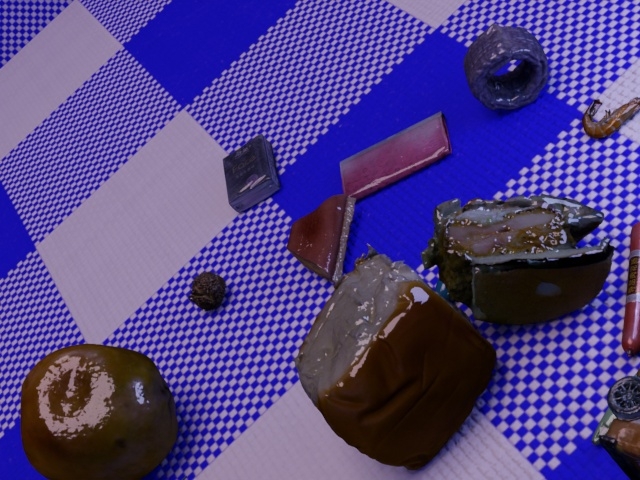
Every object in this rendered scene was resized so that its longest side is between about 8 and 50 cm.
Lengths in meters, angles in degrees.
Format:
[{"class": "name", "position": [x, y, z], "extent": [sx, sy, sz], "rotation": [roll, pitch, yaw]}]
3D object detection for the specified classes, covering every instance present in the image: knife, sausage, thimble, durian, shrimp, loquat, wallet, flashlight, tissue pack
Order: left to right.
[{"class": "loquat", "position": [-0.397, 0.316, 2.012], "extent": [0.283, 0.276, 0.276], "rotation": [-14, 44, 8]}, {"class": "durian", "position": [-0.222, 0.095, 2.204], "extent": [0.080, 0.080, 0.091], "rotation": [-27, 31, 18]}, {"class": "tissue pack", "position": [-0.149, -0.143, 2.382], "extent": [0.112, 0.051, 0.156], "rotation": [-31, 40, 16]}, {"class": "wallet", "position": [0.144, -0.159, 2.169], "extent": [0.232, 0.025, 0.119], "rotation": [-26, 41, 20]}, {"class": "flashlight", "position": [0.224, 0.059, 1.884], "extent": [0.051, 0.051, 0.129], "rotation": [13, 70, 46]}, {"class": "thimble", "position": [0.339, -0.318, 2.055], "extent": [0.150, 0.150, 0.098], "rotation": [-28, 41, 18]}, {"class": "shrimp", "position": [0.508, -0.227, 1.923], "extent": [0.127, 0.025, 0.091], "rotation": [-32, 38, 17]}, {"class": "sausage", "position": [0.474, 0.067, 1.672], "extent": [0.034, 0.034, 0.253], "rotation": [-12, 47, 33]}, {"class": "knife", "position": [0.475, 0.175, 1.580], "extent": [0.293, 0.020, 0.043], "rotation": [-51, 37, -12]}]

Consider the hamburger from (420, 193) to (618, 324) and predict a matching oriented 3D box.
[{"class": "hamburger", "position": [0.300, 0.034, 1.741], "extent": [0.288, 0.192, 0.168], "rotation": [-3, 53, 0]}]

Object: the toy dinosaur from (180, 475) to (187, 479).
[{"class": "toy dinosaur", "position": [-0.185, 0.457, 1.861], "extent": [0.080, 0.045, 0.197], "rotation": [-41, 44, -19]}]

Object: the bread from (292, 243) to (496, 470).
[{"class": "bread", "position": [0.116, 0.190, 1.705], "extent": [0.279, 0.250, 0.225], "rotation": [-54, 32, -6]}]

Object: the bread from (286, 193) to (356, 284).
[{"class": "bread", "position": [0.001, 0.000, 2.108], "extent": [0.119, 0.067, 0.192], "rotation": [-5, 53, 28]}]

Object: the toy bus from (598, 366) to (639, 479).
[{"class": "toy bus", "position": [0.518, 0.173, 1.436], "extent": [0.194, 0.162, 0.323], "rotation": [14, 66, 46]}]
